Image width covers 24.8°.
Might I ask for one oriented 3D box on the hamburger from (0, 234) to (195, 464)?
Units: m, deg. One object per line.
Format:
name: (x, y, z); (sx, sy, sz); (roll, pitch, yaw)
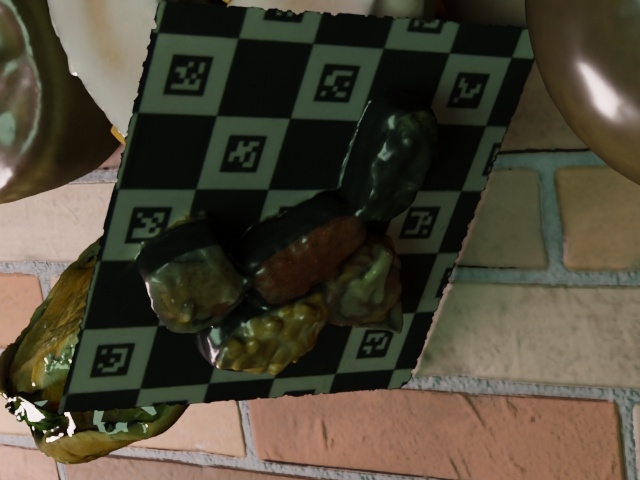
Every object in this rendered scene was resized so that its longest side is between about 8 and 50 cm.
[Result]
hamburger: (-0.165, 0.078, 1.313); (0.134, 0.265, 0.285); (50, 144, -18)

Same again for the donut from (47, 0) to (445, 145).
donut: (-0.063, -0.231, 1.215); (0.383, 0.142, 0.382); (10, 109, 31)

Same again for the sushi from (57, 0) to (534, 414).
sushi: (0.000, 0.000, 1.123); (0.064, 0.343, 0.359); (48, 129, 45)

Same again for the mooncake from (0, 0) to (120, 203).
mooncake: (-0.319, -0.178, 1.401); (0.284, 0.155, 0.284); (10, 109, 30)

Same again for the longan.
longan: (0.257, -0.169, 0.939); (0.243, 0.300, 0.300); (-18, 95, -7)
